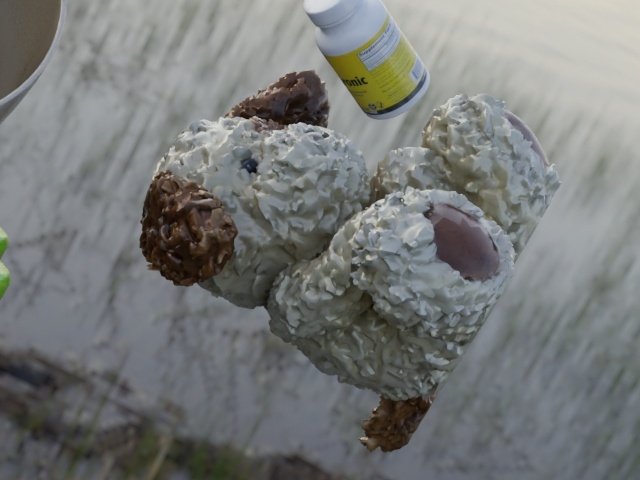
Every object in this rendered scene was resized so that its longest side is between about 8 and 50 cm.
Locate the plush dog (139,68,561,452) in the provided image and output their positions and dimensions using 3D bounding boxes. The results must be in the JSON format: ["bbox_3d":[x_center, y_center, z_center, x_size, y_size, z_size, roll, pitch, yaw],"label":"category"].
[{"bbox_3d":[0.000,0.000,1.199,0.225,0.211,0.262,30,28,4],"label":"plush dog"}]

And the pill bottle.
[{"bbox_3d":[0.035,-0.159,1.557,0.116,0.065,0.065,53,1,-34],"label":"pill bottle"}]

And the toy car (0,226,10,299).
[{"bbox_3d":[-0.273,0.029,0.951,0.188,0.155,0.149,29,7,-15],"label":"toy car"}]

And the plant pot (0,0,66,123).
[{"bbox_3d":[-0.327,-0.128,1.219,0.284,0.191,0.284,16,49,-20],"label":"plant pot"}]
